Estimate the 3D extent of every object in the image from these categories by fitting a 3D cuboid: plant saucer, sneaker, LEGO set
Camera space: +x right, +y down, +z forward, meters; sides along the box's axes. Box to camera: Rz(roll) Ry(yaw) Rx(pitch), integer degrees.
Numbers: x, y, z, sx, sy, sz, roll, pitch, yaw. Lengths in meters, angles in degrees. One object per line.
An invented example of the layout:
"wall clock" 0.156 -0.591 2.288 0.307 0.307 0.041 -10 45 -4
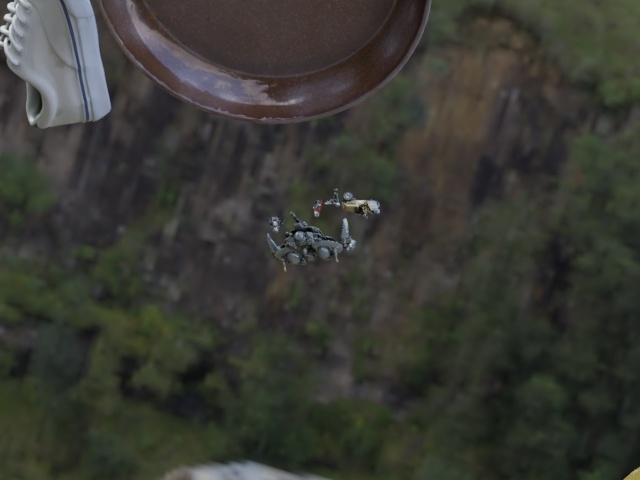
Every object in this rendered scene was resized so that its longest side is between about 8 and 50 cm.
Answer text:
"plant saucer" -0.028 -0.134 0.898 0.168 0.168 0.029 16 38 -7
"sneaker" -0.271 -0.204 1.768 0.091 0.258 0.094 -23 46 -14
"LEGO set" -0.002 -0.001 0.986 0.054 0.023 0.083 5 -24 -14

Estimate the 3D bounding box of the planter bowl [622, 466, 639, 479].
"planter bowl" 0.202 0.183 0.992 0.090 0.217 0.217 29 15 37
